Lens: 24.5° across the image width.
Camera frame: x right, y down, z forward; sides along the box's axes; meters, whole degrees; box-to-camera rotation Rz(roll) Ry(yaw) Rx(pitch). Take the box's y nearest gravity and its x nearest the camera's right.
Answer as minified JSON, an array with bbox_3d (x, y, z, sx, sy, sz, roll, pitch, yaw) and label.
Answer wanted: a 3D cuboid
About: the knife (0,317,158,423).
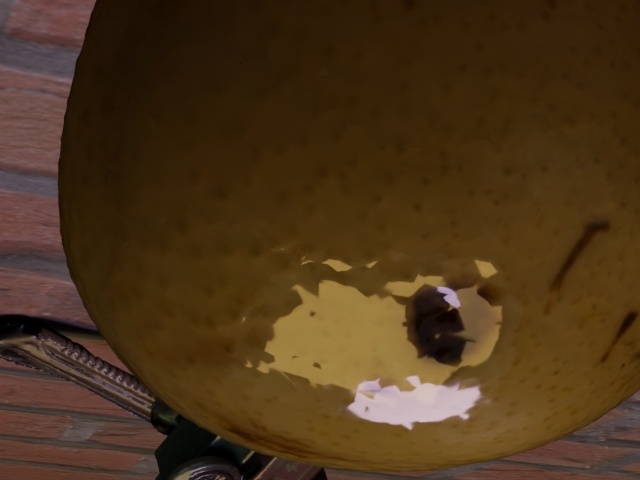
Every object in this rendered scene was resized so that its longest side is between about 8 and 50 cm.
[{"bbox_3d":[-0.240,0.177,1.761,0.365,0.043,0.089,28,147,-15],"label":"knife"}]

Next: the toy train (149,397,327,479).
[{"bbox_3d":[-0.051,0.208,1.667,0.221,0.150,0.304,21,123,-35],"label":"toy train"}]

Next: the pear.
[{"bbox_3d":[0.038,-0.050,0.731,0.348,0.348,0.348,2,161,1],"label":"pear"}]
